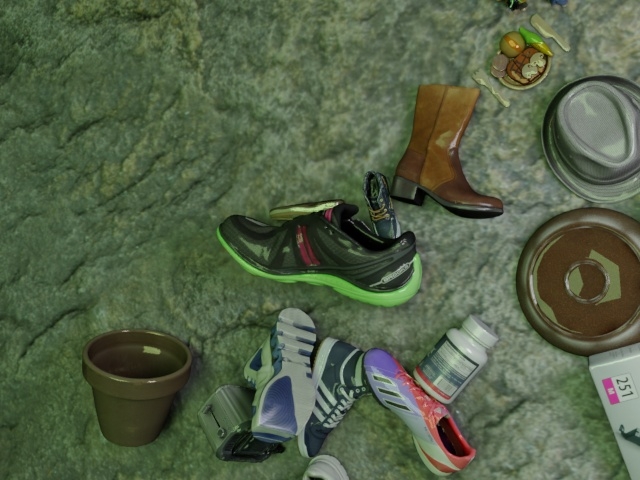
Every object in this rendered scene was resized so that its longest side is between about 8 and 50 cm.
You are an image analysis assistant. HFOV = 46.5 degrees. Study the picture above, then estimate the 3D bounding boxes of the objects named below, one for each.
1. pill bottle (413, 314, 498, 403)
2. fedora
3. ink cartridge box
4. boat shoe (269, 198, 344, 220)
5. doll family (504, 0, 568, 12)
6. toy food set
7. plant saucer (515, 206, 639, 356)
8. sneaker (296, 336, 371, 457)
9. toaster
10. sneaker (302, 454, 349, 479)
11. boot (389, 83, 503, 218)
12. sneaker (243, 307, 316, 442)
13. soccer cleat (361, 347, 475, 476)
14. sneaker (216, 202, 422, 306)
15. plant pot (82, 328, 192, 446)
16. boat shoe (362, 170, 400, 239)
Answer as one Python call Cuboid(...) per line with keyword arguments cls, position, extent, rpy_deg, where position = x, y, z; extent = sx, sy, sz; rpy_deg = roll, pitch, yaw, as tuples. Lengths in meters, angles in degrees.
Cuboid(cls="pill bottle", position=(0.295, 0.253, 1.606), extent=(0.108, 0.108, 0.180), rpy_deg=(42, 101, 19))
Cuboid(cls="fedora", position=(0.575, -0.219, 1.517), extent=(0.243, 0.124, 0.276), rpy_deg=(-26, 77, 19))
Cuboid(cls="ink cartridge box", position=(0.678, 0.324, 1.432), extent=(0.238, 0.060, 0.275), rpy_deg=(-20, 97, 20))
Cuboid(cls="boat shoe", position=(-0.032, -0.054, 1.785), extent=(0.189, 0.068, 0.072), rpy_deg=(-5, 96, 21))
Cuboid(cls="doll family", position=(0.450, -0.533, 1.596), extent=(0.192, 0.111, 0.076), rpy_deg=(-5, 84, 21))
Cuboid(cls="toy food set", position=(0.437, -0.395, 1.630), extent=(0.192, 0.038, 0.132), rpy_deg=(-45, 72, 13))
Cuboid(cls="plant saucer", position=(0.547, 0.085, 1.524), extent=(0.310, 0.050, 0.311), rpy_deg=(-2, 85, 31))
Cuboid(cls="sneaker", position=(0.046, 0.376, 1.703), extent=(0.153, 0.099, 0.283), rpy_deg=(13, 88, 24))
Cuboid(cls="toaster", position=(-0.180, 0.427, 1.744), extent=(0.129, 0.227, 0.146), rpy_deg=(-51, 53, 12))
Cuboid(cls="sneaker", position=(0.053, 0.624, 1.666), extent=(0.111, 0.129, 0.297), rpy_deg=(-46, 73, 11))
Cuboid(cls="boot", position=(0.310, -0.201, 1.662), extent=(0.264, 0.096, 0.281), rpy_deg=(15, 84, 29))
Cuboid(cls="sneaker", position=(-0.100, 0.329, 1.715), extent=(0.182, 0.127, 0.316), rpy_deg=(-50, 24, 45))
Cuboid(cls="soccer cleat", position=(0.212, 0.356, 1.606), extent=(0.318, 0.108, 0.116), rpy_deg=(55, 142, 9))
Cuboid(cls="sneaker", position=(0.000, 0.000, 1.691), extent=(0.482, 0.185, 0.202), rpy_deg=(12, 110, 12))
Cuboid(cls="plant pot", position=(-0.462, 0.377, 1.845), extent=(0.262, 0.263, 0.230), rpy_deg=(19, 110, 22))
Cuboid(cls="boat shoe", position=(0.133, -0.069, 1.706), extent=(0.065, 0.083, 0.184), rpy_deg=(-13, 82, 21))
